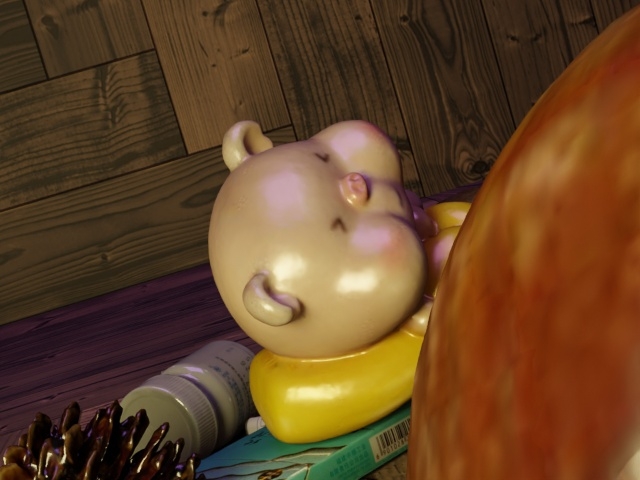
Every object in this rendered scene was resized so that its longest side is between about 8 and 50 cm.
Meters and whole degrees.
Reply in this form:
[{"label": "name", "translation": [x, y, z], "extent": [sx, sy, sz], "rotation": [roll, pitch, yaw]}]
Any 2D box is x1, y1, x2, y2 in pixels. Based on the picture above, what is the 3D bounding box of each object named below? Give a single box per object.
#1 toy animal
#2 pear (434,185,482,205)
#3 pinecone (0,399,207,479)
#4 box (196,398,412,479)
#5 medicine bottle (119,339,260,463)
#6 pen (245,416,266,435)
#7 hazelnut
[{"label": "toy animal", "translation": [0.019, -0.011, 1.239], "extent": [0.277, 0.247, 0.345], "rotation": [-26, 31, 12]}, {"label": "pear", "translation": [0.184, 0.036, 1.432], "extent": [0.211, 0.188, 0.228], "rotation": [-6, -4, -23]}, {"label": "pinecone", "translation": [-0.168, 0.208, 1.092], "extent": [0.165, 0.163, 0.163], "rotation": [1, 11, 11]}, {"label": "box", "translation": [-0.023, 0.200, 1.238], "extent": [0.229, 0.042, 0.162], "rotation": [-23, 10, -42]}, {"label": "medicine bottle", "translation": [-0.131, 0.176, 1.431], "extent": [0.105, 0.105, 0.168], "rotation": [-13, 7, 27]}, {"label": "pen", "translation": [0.014, 0.181, 1.384], "extent": [0.204, 0.025, 0.025], "rotation": [-12, 8, 26]}, {"label": "hazelnut", "translation": [0.218, 0.067, 0.597], "extent": [0.421, 0.352, 0.421], "rotation": [-38, 27, 23]}]
